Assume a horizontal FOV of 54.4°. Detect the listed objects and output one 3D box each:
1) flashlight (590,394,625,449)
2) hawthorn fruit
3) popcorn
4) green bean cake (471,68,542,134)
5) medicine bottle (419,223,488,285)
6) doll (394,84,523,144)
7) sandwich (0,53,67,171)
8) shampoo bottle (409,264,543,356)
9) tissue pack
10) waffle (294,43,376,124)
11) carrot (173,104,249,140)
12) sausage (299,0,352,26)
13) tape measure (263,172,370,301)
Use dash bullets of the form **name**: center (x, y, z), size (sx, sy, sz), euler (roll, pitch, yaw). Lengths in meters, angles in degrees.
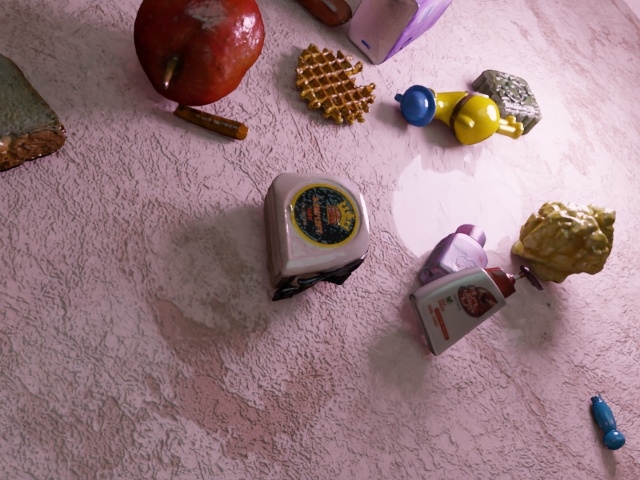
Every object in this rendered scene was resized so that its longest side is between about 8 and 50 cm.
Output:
- **flashlight**: center (0.685, 0.435, 1.491), size (0.051, 0.051, 0.129), euler (-2, 61, -28)
- **hawthorn fruit**: center (-0.267, -0.414, 1.313), size (0.287, 0.287, 0.330), euler (29, 47, -11)
- **popcorn**: center (0.628, -0.005, 1.585), size (0.256, 0.255, 0.195), euler (7, 62, -32)
- **green bean cake**: center (0.564, -0.424, 1.888), size (0.183, 0.094, 0.185), euler (4, 57, -25)
- **medicine bottle**: center (0.329, 0.048, 1.490), size (0.119, 0.094, 0.188), euler (40, 53, -5)
- **doll**: center (0.374, -0.352, 1.728), size (0.363, 0.145, 0.199), euler (12, 26, -12)
- **sandwich**: center (-0.649, -0.223, 1.131), size (0.273, 0.095, 0.249), euler (-35, 79, -36)
- **shampoo bottle**: center (0.348, 0.127, 1.373), size (0.284, 0.071, 0.153), euler (-24, 98, -2)
- **tissue pack**: center (0.252, -0.680, 1.767), size (0.160, 0.242, 0.338), euler (44, 52, 1)
- **waffle**: center (0.036, -0.406, 1.620), size (0.229, 0.051, 0.231), euler (25, 56, -14)
- **carrot**: center (-0.246, -0.269, 1.402), size (0.171, 0.042, 0.042), euler (18, 56, -16)
- **sausage**: center (-0.038, -0.704, 1.729), size (0.300, 0.083, 0.089), euler (41, 46, -5)
- **tape measure**: center (0.000, 0.000, 1.329), size (0.231, 0.133, 0.271), euler (2, 64, -18)
